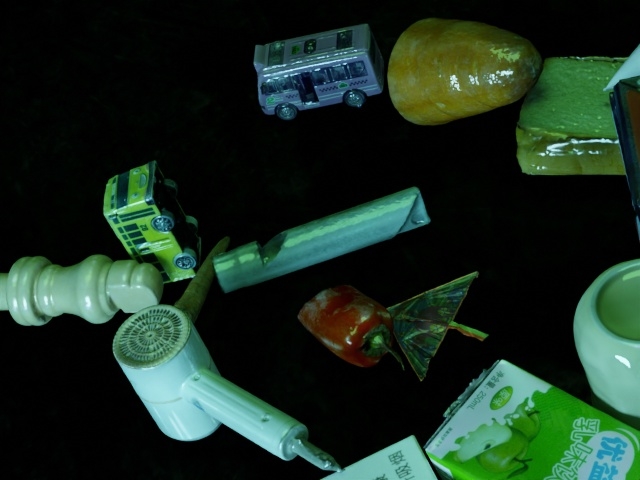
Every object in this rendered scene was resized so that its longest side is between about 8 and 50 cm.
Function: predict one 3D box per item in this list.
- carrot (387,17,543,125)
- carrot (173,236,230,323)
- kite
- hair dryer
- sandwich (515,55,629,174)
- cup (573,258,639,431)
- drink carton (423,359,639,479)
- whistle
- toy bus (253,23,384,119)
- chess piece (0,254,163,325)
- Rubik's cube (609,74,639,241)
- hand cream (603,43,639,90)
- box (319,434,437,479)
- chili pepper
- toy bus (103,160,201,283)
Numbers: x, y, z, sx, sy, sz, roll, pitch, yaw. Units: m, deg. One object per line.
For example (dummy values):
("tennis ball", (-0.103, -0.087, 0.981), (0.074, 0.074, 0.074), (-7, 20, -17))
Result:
("carrot", (0.227, -0.239, 2.078), (0.225, 0.159, 0.159), (10, 51, 51))
("carrot", (-0.185, 0.086, 2.051), (0.049, 0.049, 0.254), (8, 49, 28))
("kite", (0.151, 0.107, 1.919), (0.159, 0.010, 0.190), (10, 53, 29))
("hair dryer", (-0.100, 0.218, 1.795), (0.357, 0.173, 0.107), (26, 63, 39))
("sandwich", (0.411, -0.170, 2.022), (0.251, 0.087, 0.226), (3, 37, 24))
("cup", (0.390, 0.162, 1.633), (0.173, 0.202, 0.255), (-16, 45, 7))
("drink carton", (0.270, 0.263, 1.653), (0.271, 0.108, 0.161), (28, 65, 37))
("whistle", (0.000, 0.000, 2.046), (0.312, 0.062, 0.062), (-18, 44, 4))
("toy bus", (-0.006, -0.265, 2.267), (0.198, 0.108, 0.096), (-10, 45, 13))
("chess piece", (-0.415, 0.074, 2.110), (0.397, 0.117, 0.117), (-1, 48, 18))
("Rubik's cube", (0.502, -0.057, 1.768), (0.246, 0.248, 0.250), (-11, 44, 11))
("hand cream", (0.493, -0.272, 1.835), (0.185, 0.359, 0.118), (-22, 83, -12))
("box", (0.007, 0.388, 1.651), (0.330, 0.095, 0.210), (-26, 44, -1))
("chili pepper", (0.053, 0.120, 1.896), (0.192, 0.084, 0.086), (37, 101, 44))
("toy bus", (-0.240, -0.021, 2.082), (0.101, 0.175, 0.088), (-14, 44, 13))
